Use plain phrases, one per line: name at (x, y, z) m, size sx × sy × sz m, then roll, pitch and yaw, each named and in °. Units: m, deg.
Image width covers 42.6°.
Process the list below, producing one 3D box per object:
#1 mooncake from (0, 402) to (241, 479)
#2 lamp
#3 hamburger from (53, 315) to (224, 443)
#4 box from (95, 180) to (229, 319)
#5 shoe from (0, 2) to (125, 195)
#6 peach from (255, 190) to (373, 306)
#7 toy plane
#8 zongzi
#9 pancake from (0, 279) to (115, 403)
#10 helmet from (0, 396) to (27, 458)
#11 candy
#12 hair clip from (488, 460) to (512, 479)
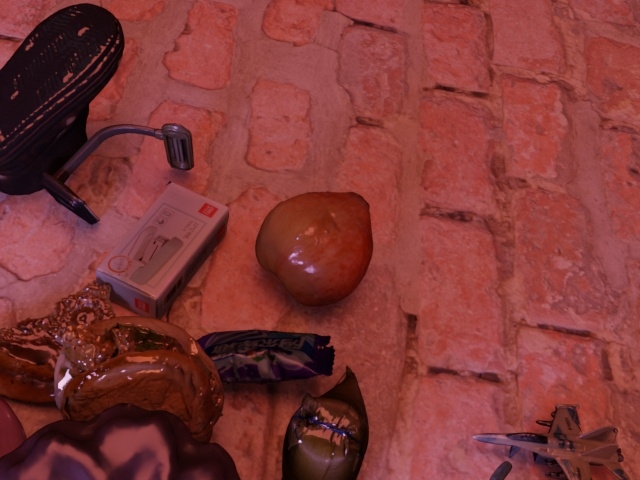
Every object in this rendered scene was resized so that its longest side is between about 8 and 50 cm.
mooncake at (-0.264, 0.399, 1.058) m, size 0.381 × 0.212 × 0.351 m, roll 36°, pitch 60°, yaw 0°
lamp at (-0.388, -0.135, 1.618) m, size 0.283 × 0.203 × 0.124 m, roll -37°, pitch 69°, yaw -11°
hamburger at (-0.282, 0.233, 1.239) m, size 0.286 × 0.243 × 0.146 m, roll 32°, pitch 18°, yaw -23°
box at (-0.291, 0.015, 1.534) m, size 0.135 × 0.079 × 0.269 m, roll 25°, pitch 50°, yaw 10°
shoe at (-0.511, -0.261, 1.582) m, size 0.171 × 0.237 × 0.384 m, roll 35°, pitch 75°, yaw 11°
peach at (0.000, 0.000, 1.517) m, size 0.232 × 0.233 × 0.233 m, roll 6°, pitch 49°, yaw -7°
toy plane at (0.383, 0.351, 1.386) m, size 0.261 × 0.088 × 0.192 m, roll 1°, pitch 43°, yaw 3°
zongzi at (0.029, 0.255, 1.274) m, size 0.122 × 0.260 × 0.289 m, roll 17°, pitch 50°, yaw 8°
pancake at (-0.441, 0.159, 1.370) m, size 0.265 × 0.057 × 0.245 m, roll 22°, pitch 62°, yaw 3°
helmet at (-0.529, 0.308, 1.190) m, size 0.198 × 0.154 × 0.253 m, roll -10°, pitch 57°, yaw -18°
candy at (-0.112, 0.196, 1.379) m, size 0.275 × 0.070 × 0.145 m, roll -3°, pitch 22°, yaw 3°
hair clip at (0.268, 0.476, 1.099) m, size 0.238 × 0.318 × 0.392 m, roll 34°, pitch 53°, yaw 21°
